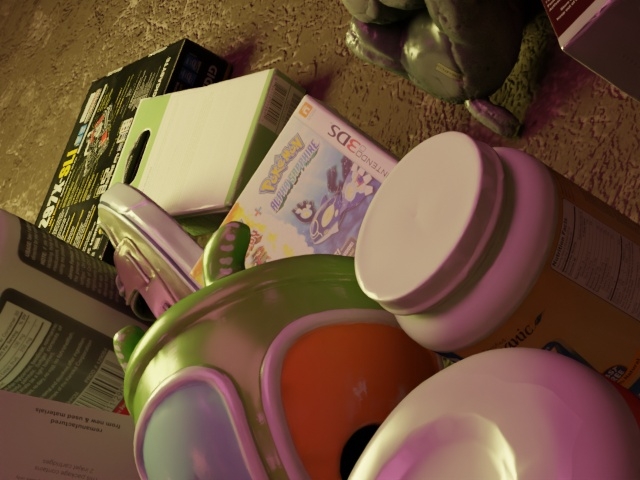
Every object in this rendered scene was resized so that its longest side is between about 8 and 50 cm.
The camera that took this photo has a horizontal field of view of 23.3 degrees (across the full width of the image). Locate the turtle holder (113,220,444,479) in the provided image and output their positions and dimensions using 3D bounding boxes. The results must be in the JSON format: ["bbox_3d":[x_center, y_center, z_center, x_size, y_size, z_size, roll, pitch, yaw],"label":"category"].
[{"bbox_3d":[-0.043,0.158,1.173,0.320,0.243,0.227,-32,54,24],"label":"turtle holder"}]

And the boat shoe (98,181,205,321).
[{"bbox_3d":[-0.159,0.035,1.557,0.094,0.109,0.302,-45,41,-7],"label":"boat shoe"}]

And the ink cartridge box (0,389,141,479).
[{"bbox_3d":[-0.248,0.285,1.345,0.198,0.197,0.270,141,140,-70],"label":"ink cartridge box"}]

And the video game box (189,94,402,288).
[{"bbox_3d":[0.000,0.000,1.378,0.187,0.048,0.205,39,100,39],"label":"video game box"}]

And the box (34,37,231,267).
[{"bbox_3d":[-0.249,-0.071,1.897,0.257,0.079,0.322,-15,52,55],"label":"box"}]

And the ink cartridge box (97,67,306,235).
[{"bbox_3d":[-0.134,-0.090,1.711,0.235,0.056,0.171,-8,58,47],"label":"ink cartridge box"}]

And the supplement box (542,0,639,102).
[{"bbox_3d":[0.223,-0.203,1.179,0.073,0.130,0.239,-46,32,26],"label":"supplement box"}]

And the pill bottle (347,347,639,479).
[{"bbox_3d":[0.168,0.186,0.703,0.181,0.323,0.181,-40,34,34],"label":"pill bottle"}]

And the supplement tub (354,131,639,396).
[{"bbox_3d":[0.137,0.026,1.034,0.144,0.200,0.144,-40,34,35],"label":"supplement tub"}]

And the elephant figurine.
[{"bbox_3d":[0.137,-0.242,1.351,0.169,0.186,0.239,16,46,28],"label":"elephant figurine"}]

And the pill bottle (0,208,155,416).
[{"bbox_3d":[-0.312,0.074,1.607,0.176,0.318,0.176,-40,33,33],"label":"pill bottle"}]
